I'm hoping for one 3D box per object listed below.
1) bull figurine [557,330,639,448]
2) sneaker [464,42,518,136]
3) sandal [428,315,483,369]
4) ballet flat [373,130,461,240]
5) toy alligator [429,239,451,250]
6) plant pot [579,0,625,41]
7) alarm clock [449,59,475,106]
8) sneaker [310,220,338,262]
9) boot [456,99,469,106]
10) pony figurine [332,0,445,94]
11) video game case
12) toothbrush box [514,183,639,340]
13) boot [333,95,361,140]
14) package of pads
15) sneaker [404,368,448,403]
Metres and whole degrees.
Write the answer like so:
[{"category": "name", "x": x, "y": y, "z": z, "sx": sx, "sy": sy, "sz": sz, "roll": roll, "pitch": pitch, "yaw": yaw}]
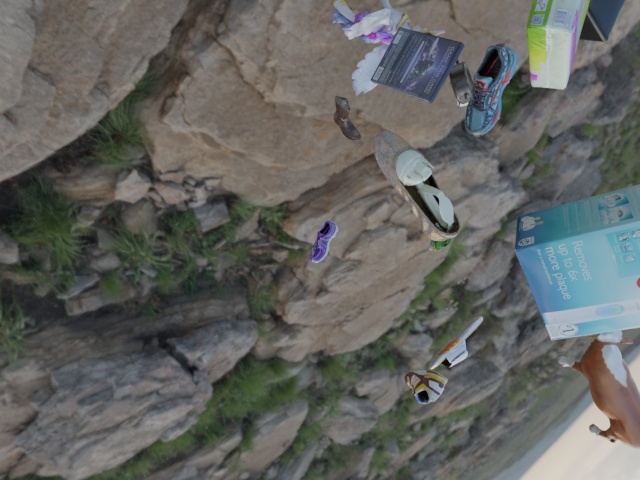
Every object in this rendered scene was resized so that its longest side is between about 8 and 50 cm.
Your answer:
[{"category": "bull figurine", "x": 0.662, "y": 0.327, "z": 1.224, "sx": 0.101, "sy": 0.310, "sz": 0.188, "roll": -15, "pitch": 169, "yaw": -9}, {"category": "sneaker", "x": 0.462, "y": -0.430, "z": 1.503, "sx": 0.125, "sy": 0.104, "sz": 0.262, "roll": 3, "pitch": 107, "yaw": -51}, {"category": "sandal", "x": 0.493, "y": 0.374, "z": 1.852, "sx": 0.265, "sy": 0.076, "sz": 0.102, "roll": -41, "pitch": 172, "yaw": -9}, {"category": "ballet flat", "x": 0.243, "y": -0.131, "z": 1.258, "sx": 0.107, "sy": 0.106, "sz": 0.316, "roll": -43, "pitch": 109, "yaw": -14}, {"category": "toy alligator", "x": 0.328, "y": 0.001, "z": 1.433, "sx": 0.189, "sy": 0.051, "sz": 0.056, "roll": -40, "pitch": 137, "yaw": -69}, {"category": "plant pot", "x": 0.877, "y": -0.794, "z": 1.756, "sx": 0.167, "sy": 0.187, "sz": 0.188, "roll": 16, "pitch": 99, "yaw": -47}, {"category": "alarm clock", "x": 0.461, "y": -0.534, "z": 1.740, "sx": 0.064, "sy": 0.192, "sz": 0.129, "roll": -13, "pitch": 169, "yaw": 27}, {"category": "sneaker", "x": 0.000, "y": 0.000, "z": 1.990, "sx": 0.071, "sy": 0.068, "sz": 0.170, "roll": 33, "pitch": 80, "yaw": -57}, {"category": "boot", "x": 0.549, "y": -0.591, "z": 2.043, "sx": 0.069, "sy": 0.086, "sz": 0.190, "roll": -8, "pitch": 172, "yaw": 8}, {"category": "pony figurine", "x": 0.201, "y": -0.730, "z": 1.839, "sx": 0.351, "sy": 0.363, "sz": 0.303, "roll": -30, "pitch": 151, "yaw": -12}, {"category": "video game case", "x": 0.299, "y": -0.559, "z": 1.673, "sx": 0.026, "sy": 0.274, "sz": 0.196, "roll": 20, "pitch": 102, "yaw": -46}, {"category": "toothbrush box", "x": 0.520, "y": 0.035, "z": 0.918, "sx": 0.216, "sy": 0.295, "sz": 0.126, "roll": 61, "pitch": 32, "yaw": -21}, {"category": "boot", "x": 0.075, "y": -0.333, "z": 1.437, "sx": 0.037, "sy": 0.106, "sz": 0.114, "roll": -44, "pitch": 170, "yaw": -16}, {"category": "package of pads", "x": 0.555, "y": -0.519, "z": 1.223, "sx": 0.296, "sy": 0.101, "sz": 0.229, "roll": 22, "pitch": 83, "yaw": -66}, {"category": "sneaker", "x": 0.273, "y": 0.405, "z": 1.456, "sx": 0.084, "sy": 0.069, "sz": 0.185, "roll": -56, "pitch": -176, "yaw": -24}]
